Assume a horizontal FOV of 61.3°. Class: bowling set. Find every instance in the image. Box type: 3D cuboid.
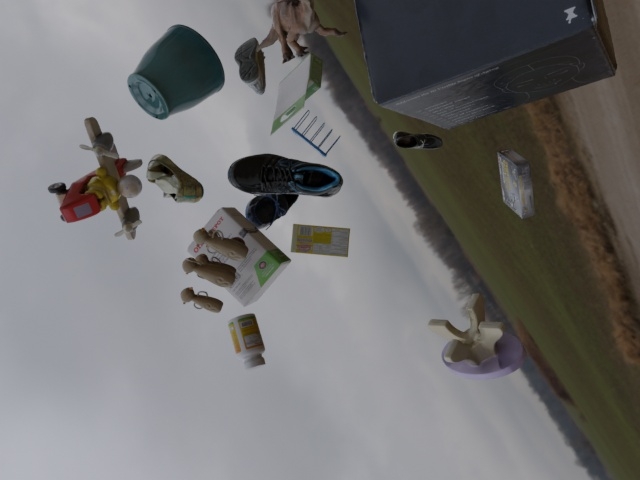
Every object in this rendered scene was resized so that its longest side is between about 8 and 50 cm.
[{"bbox_3d":[-0.313,0.053,1.581,0.154,0.286,0.199,23,-151,-11],"label":"bowling set"}]

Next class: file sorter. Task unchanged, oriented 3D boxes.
[{"bbox_3d":[-0.016,-0.421,2.132,0.170,0.104,0.118,38,-176,-4],"label":"file sorter"}]

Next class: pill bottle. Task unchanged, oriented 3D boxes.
[{"bbox_3d":[-0.338,0.476,2.520,0.136,0.137,0.245,26,-137,-68],"label":"pill bottle"}]

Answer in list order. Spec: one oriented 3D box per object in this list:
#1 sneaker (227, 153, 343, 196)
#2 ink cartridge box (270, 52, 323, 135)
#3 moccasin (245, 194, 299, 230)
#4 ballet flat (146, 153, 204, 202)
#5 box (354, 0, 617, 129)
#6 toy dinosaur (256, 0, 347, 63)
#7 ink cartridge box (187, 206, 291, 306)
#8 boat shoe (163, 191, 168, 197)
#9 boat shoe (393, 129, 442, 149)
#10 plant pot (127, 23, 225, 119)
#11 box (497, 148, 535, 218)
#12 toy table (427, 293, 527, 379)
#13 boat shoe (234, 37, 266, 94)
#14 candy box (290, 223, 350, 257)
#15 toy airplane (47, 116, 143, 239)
[{"bbox_3d":[-0.101,-0.194,1.569,0.139,0.341,0.124,-163,75,-86],"label":"sneaker"},{"bbox_3d":[-0.072,-0.433,1.638,0.056,0.171,0.234,25,-127,-32],"label":"ink cartridge box"},{"bbox_3d":[-0.185,-0.150,2.113,0.137,0.117,0.342,62,-154,-16],"label":"moccasin"},{"bbox_3d":[-0.554,-0.225,1.933,0.349,0.123,0.123,32,174,37],"label":"ballet flat"},{"bbox_3d":[0.417,-0.502,1.320,0.472,0.480,0.297,-9,-94,-57],"label":"box"},{"bbox_3d":[-0.069,-0.564,1.334,0.296,0.127,0.200,5,129,52],"label":"toy dinosaur"},{"bbox_3d":[-0.267,0.049,1.768,0.273,0.198,0.115,43,-167,9],"label":"ink cartridge box"},{"bbox_3d":[-0.693,-0.242,2.532,0.190,0.072,0.068,168,105,-69],"label":"boat shoe"},{"bbox_3d":[0.457,-0.456,2.517,0.079,0.233,0.083,-89,7,-56],"label":"boat shoe"},{"bbox_3d":[-0.523,-0.568,1.892,0.272,0.255,0.271,29,150,19],"label":"plant pot"},{"bbox_3d":[0.771,-0.225,2.127,0.183,0.056,0.230,-103,-4,-62],"label":"box"},{"bbox_3d":[0.459,0.304,1.629,0.160,0.275,0.252,53,-137,-24],"label":"toy table"},{"bbox_3d":[-0.288,-0.747,2.296,0.103,0.118,0.320,50,-161,-47],"label":"boat shoe"},{"bbox_3d":[0.000,0.000,1.930,0.027,0.206,0.105,3,-88,-86],"label":"candy box"},{"bbox_3d":[-0.769,-0.213,2.006,0.386,0.273,0.383,34,-118,-68],"label":"toy airplane"}]
